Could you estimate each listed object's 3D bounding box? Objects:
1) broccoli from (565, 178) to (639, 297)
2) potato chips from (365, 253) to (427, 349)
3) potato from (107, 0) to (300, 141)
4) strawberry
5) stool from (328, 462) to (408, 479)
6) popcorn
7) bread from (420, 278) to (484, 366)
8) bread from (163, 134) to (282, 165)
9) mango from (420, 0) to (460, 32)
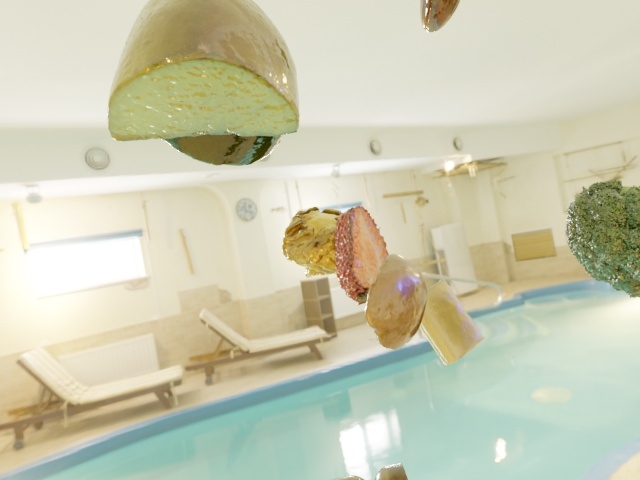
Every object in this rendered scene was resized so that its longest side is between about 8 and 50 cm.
[{"bbox_3d":[0.649,-0.016,0.979,0.245,0.265,0.294,-29,-9,19],"label":"broccoli"},{"bbox_3d":[0.165,0.120,0.943,0.061,0.196,0.208,-5,-10,36],"label":"potato chips"},{"bbox_3d":[-0.189,-0.337,0.785,0.330,0.280,0.213,-5,-21,-19],"label":"potato"},{"bbox_3d":[0.106,0.056,1.251,0.106,0.286,0.188,-16,1,43],"label":"strawberry"},{"bbox_3d":[0.115,0.721,1.266,0.264,0.179,0.179,-12,0,-2],"label":"stool"},{"bbox_3d":[0.000,0.000,1.414,0.250,0.190,0.250,-14,26,7],"label":"popcorn"},{"bbox_3d":[0.298,0.195,1.137,0.139,0.178,0.060,-22,-18,-32],"label":"bread"},{"bbox_3d":[-0.240,-0.328,1.020,0.381,0.366,0.129,-6,-30,-43],"label":"bread"},{"bbox_3d":[0.341,-0.722,1.318,0.111,0.268,0.133,-7,39,-7],"label":"mango"}]
